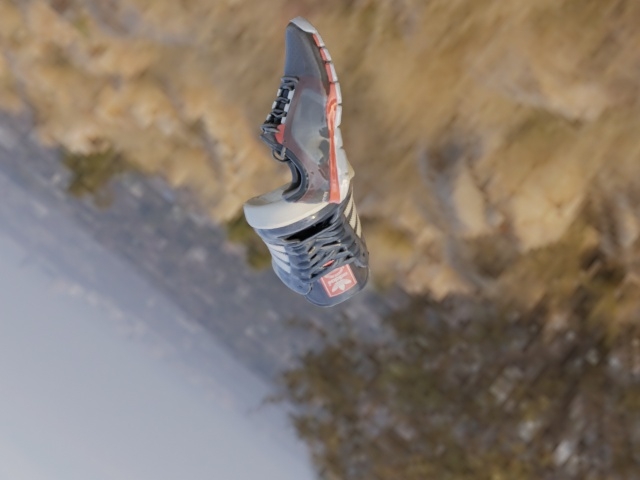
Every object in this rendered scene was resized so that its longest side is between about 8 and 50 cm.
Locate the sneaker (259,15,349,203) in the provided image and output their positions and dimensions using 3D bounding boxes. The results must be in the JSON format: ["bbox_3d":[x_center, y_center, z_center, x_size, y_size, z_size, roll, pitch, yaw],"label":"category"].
[{"bbox_3d":[-0.019,-0.102,1.476,0.061,0.065,0.157,-155,54,-75],"label":"sneaker"}]

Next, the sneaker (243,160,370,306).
[{"bbox_3d":[0.000,0.000,2.019,0.350,0.131,0.148,-19,-95,-88],"label":"sneaker"}]
